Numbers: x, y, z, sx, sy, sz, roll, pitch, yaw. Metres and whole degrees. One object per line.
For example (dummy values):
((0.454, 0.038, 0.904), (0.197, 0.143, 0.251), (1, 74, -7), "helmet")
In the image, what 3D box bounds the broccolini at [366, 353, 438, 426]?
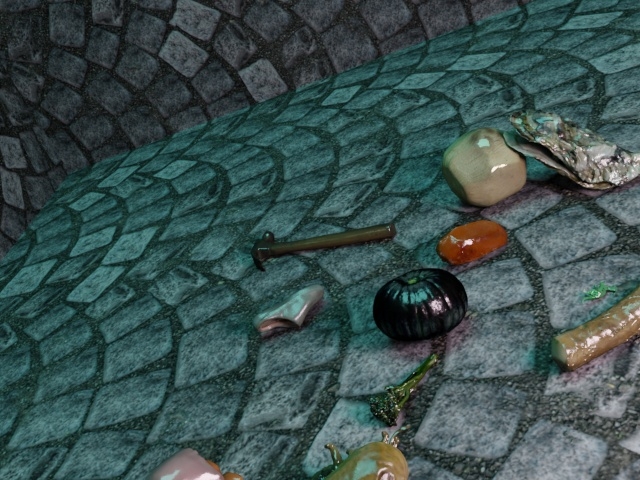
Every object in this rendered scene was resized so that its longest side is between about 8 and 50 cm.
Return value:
((0.163, 0.272, 1.342), (0.074, 0.058, 0.201), (12, 45, 38), "broccolini")

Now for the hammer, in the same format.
((0.000, 0.000, 1.952), (0.440, 0.044, 0.168), (-10, 30, 25), "hammer")

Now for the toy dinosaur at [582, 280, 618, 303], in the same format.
((0.552, 0.107, 1.371), (0.062, 0.021, 0.083), (7, 38, 24), "toy dinosaur")

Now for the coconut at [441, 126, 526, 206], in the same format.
((0.435, -0.199, 1.805), (0.224, 0.224, 0.224), (-18, 28, 10), "coconut")

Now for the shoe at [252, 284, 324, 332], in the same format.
((-0.068, 0.181, 1.683), (0.195, 0.079, 0.078), (-23, 62, -16), "shoe")

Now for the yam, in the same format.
((0.568, 0.127, 1.265), (0.357, 0.081, 0.081), (-28, 28, -11), "yam")

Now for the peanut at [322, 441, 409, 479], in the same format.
((0.049, 0.425, 1.115), (0.236, 0.120, 0.110), (-42, 2, -18), "peanut")

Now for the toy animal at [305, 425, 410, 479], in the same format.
((0.063, 0.384, 1.223), (0.220, 0.069, 0.086), (-33, 50, -6), "toy animal")

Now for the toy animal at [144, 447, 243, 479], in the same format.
((-0.269, 0.482, 1.193), (0.195, 0.169, 0.281), (5, 38, 47), "toy animal")

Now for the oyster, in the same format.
((0.623, -0.224, 1.695), (0.351, 0.158, 0.162), (23, 63, 18), "oyster")

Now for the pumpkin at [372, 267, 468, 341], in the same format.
((0.210, 0.138, 1.455), (0.202, 0.140, 0.202), (-17, 14, 4), "pumpkin")

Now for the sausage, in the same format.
((0.360, 0.002, 1.633), (0.179, 0.089, 0.089), (-20, 27, -13), "sausage")
